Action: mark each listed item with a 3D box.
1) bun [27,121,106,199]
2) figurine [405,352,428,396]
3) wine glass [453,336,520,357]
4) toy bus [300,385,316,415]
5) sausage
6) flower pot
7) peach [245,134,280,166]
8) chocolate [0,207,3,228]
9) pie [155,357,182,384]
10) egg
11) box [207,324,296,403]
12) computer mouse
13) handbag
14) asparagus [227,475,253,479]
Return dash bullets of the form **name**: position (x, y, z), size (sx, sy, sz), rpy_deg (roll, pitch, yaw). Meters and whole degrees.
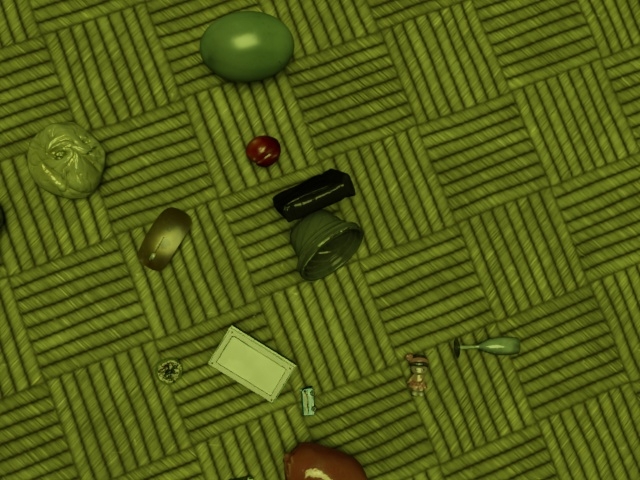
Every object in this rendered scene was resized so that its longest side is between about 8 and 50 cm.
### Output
- **bun**: position (-0.744, -0.238, 1.719), size (0.229, 0.145, 0.229), rpy_deg (1, 86, -8)
- **figurine**: position (0.291, 0.406, 1.787), size (0.072, 0.054, 0.129), rpy_deg (3, 92, 11)
- **wine glass**: position (0.513, 0.328, 1.802), size (0.198, 0.066, 0.066), rpy_deg (0, 85, -5)
- **toy bus**: position (-0.036, 0.480, 1.759), size (0.046, 0.038, 0.083), rpy_deg (-4, 85, -2)
- **sausage**: position (0.010, 0.669, 1.697), size (0.254, 0.148, 0.148), rpy_deg (17, 84, -8)
- **flower pot**: position (0.000, 0.000, 1.734), size (0.235, 0.235, 0.140), rpy_deg (-40, 66, -7)
- **peach**: position (-0.172, -0.276, 1.789), size (0.100, 0.101, 0.101), rpy_deg (0, 85, -4)
- **chocolate**: position (-0.984, -0.010, 1.700), size (0.110, 0.110, 0.248), rpy_deg (10, 87, -3)
- **pie**: position (-0.449, 0.388, 1.744), size (0.084, 0.021, 0.084), rpy_deg (0, 85, -4)
- **egg**: position (-0.218, -0.577, 1.755), size (0.282, 0.203, 0.203), rpy_deg (-5, 85, -7)
- **box**: position (-0.200, 0.362, 1.733), size (0.225, 0.086, 0.129), rpy_deg (31, 83, 0)
- **computer mouse**: position (-0.468, -0.005, 1.766), size (0.102, 0.045, 0.199), rpy_deg (32, 83, 1)
- **handbag**: position (-0.023, -0.127, 1.716), size (0.223, 0.247, 0.080), rpy_deg (-27, 105, -6)
- **asparagus**: position (-0.250, 0.713, 1.731), size (0.108, 0.021, 0.025), rpy_deg (-10, 82, -5)
